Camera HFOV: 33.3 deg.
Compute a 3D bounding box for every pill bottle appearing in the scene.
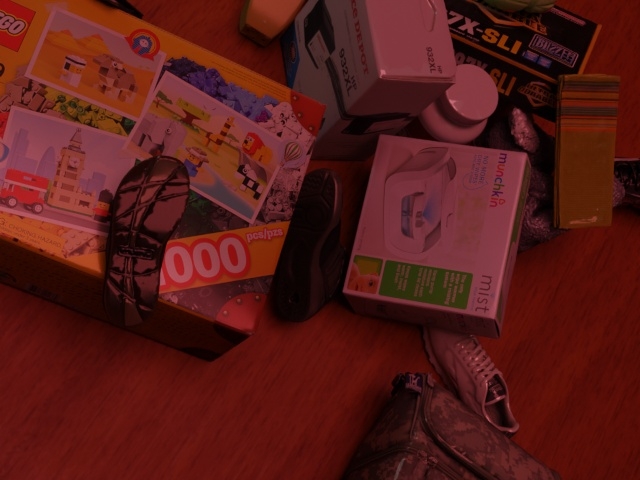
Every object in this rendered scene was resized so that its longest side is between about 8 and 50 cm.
[{"bbox_3d":[0.188,-0.194,1.695,0.121,0.216,0.121,6,72,-20],"label":"pill bottle"}]

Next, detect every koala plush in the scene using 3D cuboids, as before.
[{"bbox_3d":[0.341,-0.109,1.755,0.203,0.196,0.221,-26,88,-17],"label":"koala plush"}]

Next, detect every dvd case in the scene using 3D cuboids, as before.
[{"bbox_3d":[-0.344,-0.362,1.521,0.164,0.221,0.018,25,93,-3],"label":"dvd case"}]

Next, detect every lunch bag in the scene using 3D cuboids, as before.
[{"bbox_3d":[0.188,0.362,1.528,0.305,0.212,0.256,37,49,-8],"label":"lunch bag"}]

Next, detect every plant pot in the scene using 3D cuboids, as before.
[{"bbox_3d":[-0.086,-0.361,1.715,0.081,0.081,0.083,30,75,-12],"label":"plant pot"}]

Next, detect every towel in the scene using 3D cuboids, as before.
[{"bbox_3d":[0.410,-0.136,1.644,0.102,0.021,0.237,-2,100,-13],"label":"towel"}]

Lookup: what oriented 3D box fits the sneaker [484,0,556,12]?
[{"bbox_3d":[0.305,-0.578,1.824,0.185,0.202,0.483,-1,44,-25],"label":"sneaker"}]

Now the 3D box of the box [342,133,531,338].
[{"bbox_3d":[0.181,-0.006,1.615,0.231,0.127,0.262,10,74,17],"label":"box"}]

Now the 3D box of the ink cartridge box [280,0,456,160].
[{"bbox_3d":[0.062,-0.278,1.618,0.129,0.307,0.223,-2,74,-24],"label":"ink cartridge box"}]

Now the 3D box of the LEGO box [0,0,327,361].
[{"bbox_3d":[-0.291,-0.102,1.475,0.500,0.193,0.372,22,66,-15],"label":"LEGO box"}]

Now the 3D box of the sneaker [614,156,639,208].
[{"bbox_3d":[0.557,-0.105,1.872,0.276,0.135,0.097,11,71,-18],"label":"sneaker"}]

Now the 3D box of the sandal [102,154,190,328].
[{"bbox_3d":[-0.222,0.000,1.335,0.090,0.060,0.219,10,86,-13],"label":"sandal"}]

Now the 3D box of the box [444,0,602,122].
[{"bbox_3d":[0.284,-0.343,1.767,0.322,0.079,0.257,26,42,7],"label":"box"}]

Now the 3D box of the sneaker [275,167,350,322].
[{"bbox_3d":[0.000,0.000,1.587,0.130,0.087,0.227,-21,121,-64],"label":"sneaker"}]

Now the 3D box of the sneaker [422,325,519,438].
[{"bbox_3d":[0.238,0.201,1.658,0.090,0.095,0.235,-20,80,-26],"label":"sneaker"}]
